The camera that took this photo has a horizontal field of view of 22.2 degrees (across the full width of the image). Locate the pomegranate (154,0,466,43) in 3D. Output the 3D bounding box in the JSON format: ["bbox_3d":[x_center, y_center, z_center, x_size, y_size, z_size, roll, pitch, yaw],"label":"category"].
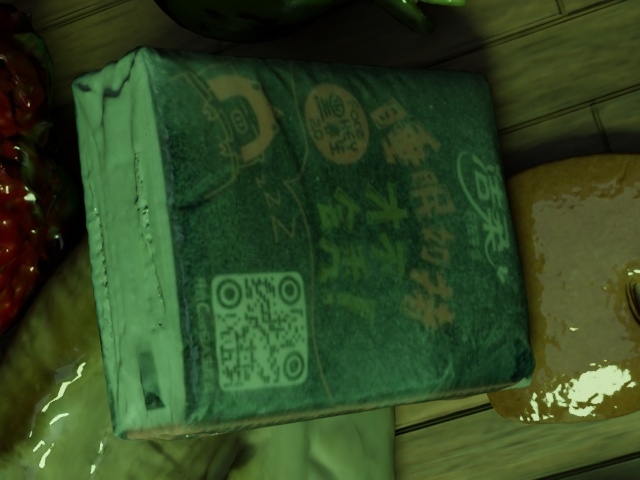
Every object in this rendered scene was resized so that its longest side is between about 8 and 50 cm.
[{"bbox_3d":[-0.021,-0.227,1.122,0.263,0.211,0.211,23,102,-22],"label":"pomegranate"}]

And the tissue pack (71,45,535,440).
[{"bbox_3d":[0.000,0.000,1.048,0.103,0.316,0.228,-12,83,45],"label":"tissue pack"}]

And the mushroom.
[{"bbox_3d":[-0.111,0.117,1.176,0.314,0.224,0.397,-5,79,35],"label":"mushroom"}]

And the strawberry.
[{"bbox_3d":[-0.317,-0.039,1.157,0.288,0.238,0.250,-21,57,-18],"label":"strawberry"}]

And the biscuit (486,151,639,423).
[{"bbox_3d":[0.201,0.034,1.148,0.186,0.036,0.192,-3,94,14],"label":"biscuit"}]
